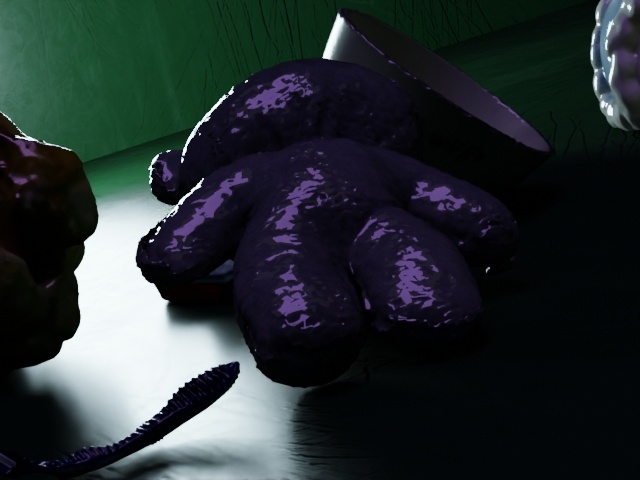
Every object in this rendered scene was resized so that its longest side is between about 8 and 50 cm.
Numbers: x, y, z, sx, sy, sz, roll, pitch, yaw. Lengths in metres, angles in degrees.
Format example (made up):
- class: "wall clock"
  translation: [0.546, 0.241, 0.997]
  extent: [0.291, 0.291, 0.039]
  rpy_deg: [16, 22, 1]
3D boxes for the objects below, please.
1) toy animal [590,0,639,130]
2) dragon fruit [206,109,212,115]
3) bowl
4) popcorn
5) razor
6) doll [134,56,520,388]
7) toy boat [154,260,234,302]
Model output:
- class: "toy animal"
  translation: [0.357, -0.201, 1.553]
  extent: [0.208, 0.156, 0.204]
  rpy_deg: [-19, 5, 4]
- class: "dragon fruit"
  translation: [-0.037, -0.048, 1.384]
  extent: [0.142, 0.175, 0.138]
  rpy_deg: [-30, -5, -33]
- class: "bowl"
  translation: [0.076, -0.091, 1.347]
  extent: [0.112, 0.211, 0.211]
  rpy_deg: [-55, -1, 16]
- class: "popcorn"
  translation: [-0.304, 0.000, 1.261]
  extent: [0.276, 0.225, 0.276]
  rpy_deg: [-20, 10, 4]
- class: "razor"
  translation: [-0.110, 0.106, 0.914]
  extent: [0.155, 0.028, 0.044]
  rpy_deg: [-22, 11, -26]
- class: "doll"
  translation: [0.000, 0.005, 1.077]
  extent: [0.246, 0.158, 0.340]
  rpy_deg: [-12, 37, -10]
- class: "toy boat"
  translation: [-0.098, 0.015, 1.336]
  extent: [0.069, 0.058, 0.173]
  rpy_deg: [-21, 11, -29]
